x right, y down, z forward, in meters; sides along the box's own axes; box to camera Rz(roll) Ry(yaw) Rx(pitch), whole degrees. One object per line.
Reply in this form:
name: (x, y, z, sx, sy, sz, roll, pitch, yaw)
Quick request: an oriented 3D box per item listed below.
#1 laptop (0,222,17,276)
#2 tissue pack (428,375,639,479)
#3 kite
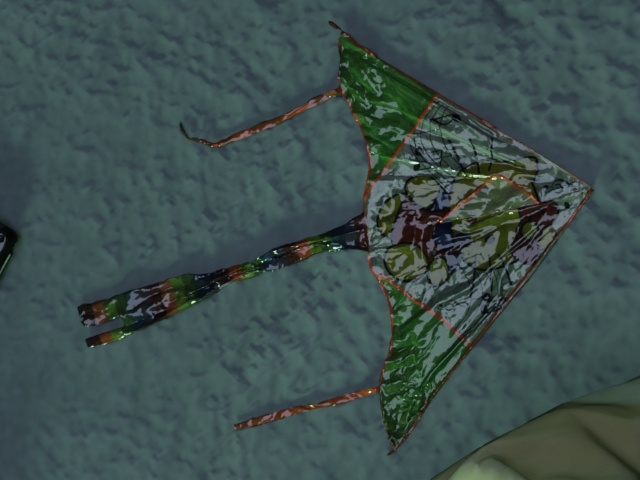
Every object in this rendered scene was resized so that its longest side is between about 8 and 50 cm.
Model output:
laptop: (-0.248, 0.011, 0.682, 0.180, 0.016, 0.129, 29, 90, 19)
tissue pack: (0.240, 0.164, 0.405, 0.375, 0.195, 0.390, -21, 72, -26)
kite: (0.000, 0.000, 0.616, 0.244, 0.006, 0.198, -14, 79, 14)
